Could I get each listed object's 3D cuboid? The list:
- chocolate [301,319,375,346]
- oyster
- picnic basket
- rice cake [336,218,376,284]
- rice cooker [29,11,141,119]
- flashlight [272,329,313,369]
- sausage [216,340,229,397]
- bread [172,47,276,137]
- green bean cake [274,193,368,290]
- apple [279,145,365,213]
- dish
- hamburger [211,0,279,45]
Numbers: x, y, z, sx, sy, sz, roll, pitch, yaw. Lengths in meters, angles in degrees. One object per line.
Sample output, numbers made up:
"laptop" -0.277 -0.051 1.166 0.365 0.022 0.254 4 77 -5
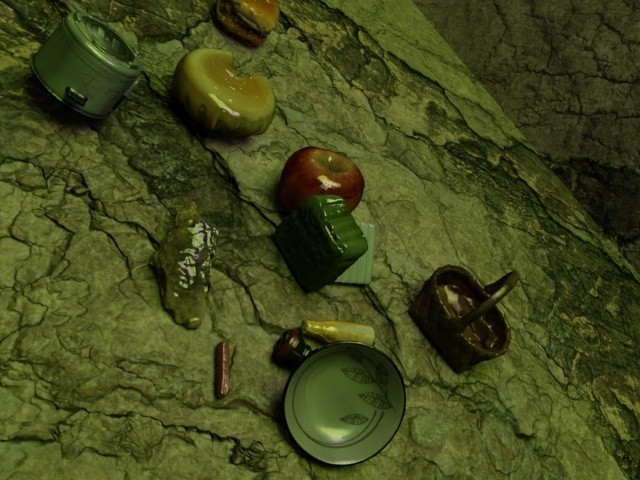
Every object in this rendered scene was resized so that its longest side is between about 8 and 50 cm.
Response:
"chocolate" 0.044 0.256 1.896 0.219 0.085 0.086 15 49 -27
"oyster" -0.330 0.041 1.709 0.166 0.110 0.341 22 58 -18
"picnic basket" 0.496 0.203 2.144 0.337 0.337 0.293 52 40 6
"rice cake" 0.095 0.032 2.066 0.189 0.037 0.198 9 89 -38
"rice cooker" -0.610 -0.445 1.779 0.241 0.227 0.281 34 23 -36
"flashlight" -0.014 0.328 1.777 0.232 0.093 0.093 38 40 -15
"sausage" -0.235 0.307 1.637 0.035 0.030 0.147 23 46 -30
"bread" -0.298 -0.438 2.096 0.333 0.160 0.333 22 45 -24
"green bean cake" 0.000 0.000 1.926 0.124 0.248 0.222 -15 70 -45
"apple" -0.003 -0.165 2.101 0.251 0.206 0.272 40 36 10
"dish" 0.049 0.393 1.702 0.316 0.106 0.317 -1 93 -15
"hamburger" -0.259 -0.818 2.441 0.244 0.163 0.244 22 44 -24
